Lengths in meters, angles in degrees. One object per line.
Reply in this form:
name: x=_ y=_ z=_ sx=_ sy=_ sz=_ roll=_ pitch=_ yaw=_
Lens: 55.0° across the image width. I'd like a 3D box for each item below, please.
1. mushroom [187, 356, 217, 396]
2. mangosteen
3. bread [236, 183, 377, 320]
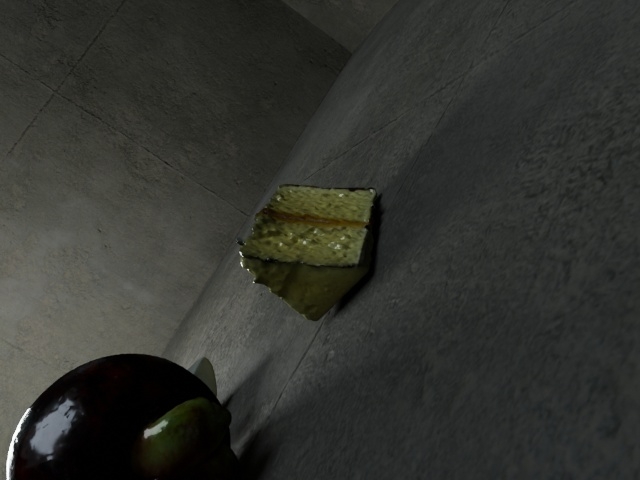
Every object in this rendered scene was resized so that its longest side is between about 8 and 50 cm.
mushroom: x=-0.313 y=0.365 z=1.186 sx=0.397 sy=0.126 sz=0.177 roll=-43 pitch=8 yaw=50
mangosteen: x=-0.240 y=0.281 z=0.784 sx=0.288 sy=0.288 sz=0.288 roll=-53 pitch=12 yaw=16
bread: x=0.000 y=0.000 z=0.916 sx=0.178 sy=0.141 sz=0.266 roll=-8 pitch=29 yaw=16
